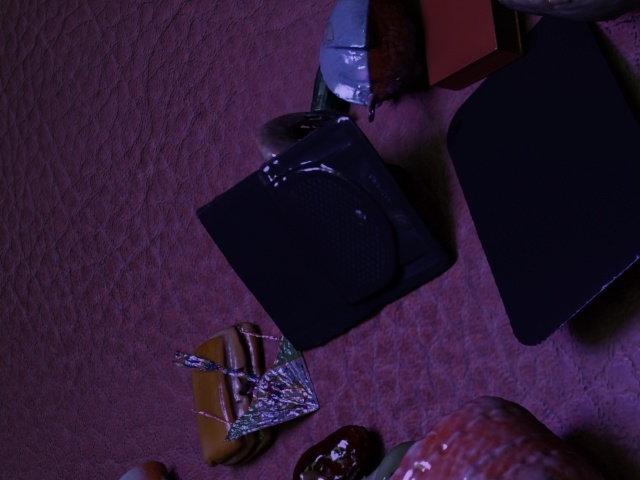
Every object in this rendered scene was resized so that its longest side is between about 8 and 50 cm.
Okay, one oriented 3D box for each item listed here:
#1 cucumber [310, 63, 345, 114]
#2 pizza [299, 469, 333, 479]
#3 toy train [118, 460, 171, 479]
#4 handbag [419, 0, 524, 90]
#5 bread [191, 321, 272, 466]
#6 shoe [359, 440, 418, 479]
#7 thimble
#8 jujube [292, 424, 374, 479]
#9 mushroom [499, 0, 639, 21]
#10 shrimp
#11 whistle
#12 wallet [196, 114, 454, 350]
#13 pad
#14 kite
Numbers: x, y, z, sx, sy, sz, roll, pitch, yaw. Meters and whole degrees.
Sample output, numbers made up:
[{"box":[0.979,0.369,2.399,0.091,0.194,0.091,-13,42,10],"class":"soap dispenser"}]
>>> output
[{"box":[0.015,-0.222,1.798,0.048,0.048,0.105,7,87,52],"class":"cucumber"},{"box":[0.020,0.460,1.416,0.439,0.130,0.406,0,73,17],"class":"pizza"},{"box":[-0.250,0.467,1.942,0.177,0.116,0.285,-48,47,18],"class":"toy train"},{"box":[0.180,-0.295,1.596,0.127,0.062,0.190,-26,65,51],"class":"handbag"},{"box":[-0.133,0.221,1.874,0.116,0.077,0.200,-42,51,48],"class":"bread"},{"box":[0.048,0.341,1.541,0.128,0.140,0.262,34,109,29],"class":"shoe"},{"box":[0.179,0.292,1.338,0.162,0.239,0.239,37,111,47],"class":"thimble"},{"box":[0.017,0.285,1.668,0.129,0.077,0.077,-48,48,27],"class":"jujube"},{"box":[0.271,-0.315,1.393,0.267,0.189,0.164,15,97,39],"class":"mushroom"},{"box":[0.024,-0.118,1.723,0.219,0.152,0.046,18,123,13],"class":"shrimp"},{"box":[0.070,-0.305,1.689,0.133,0.142,0.346,-12,60,30],"class":"whistle"},{"box":[0.000,0.000,1.679,0.323,0.041,0.247,-30,98,44],"class":"wallet"},{"box":[0.293,-0.095,1.447,0.315,0.063,0.375,-48,39,34],"class":"pad"},{"box":[-0.103,0.188,1.814,0.244,0.006,0.198,18,73,27],"class":"kite"}]
